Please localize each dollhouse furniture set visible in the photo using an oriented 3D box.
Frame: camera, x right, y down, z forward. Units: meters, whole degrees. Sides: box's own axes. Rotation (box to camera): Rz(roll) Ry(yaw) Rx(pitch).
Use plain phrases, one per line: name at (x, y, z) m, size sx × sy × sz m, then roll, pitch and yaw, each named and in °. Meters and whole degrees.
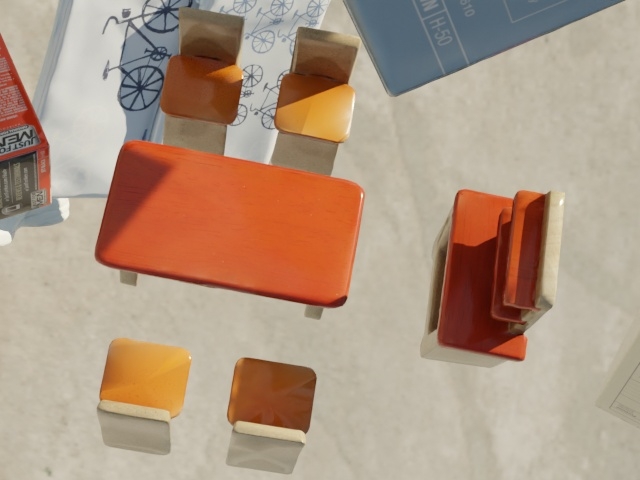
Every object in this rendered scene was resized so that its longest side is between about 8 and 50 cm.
dollhouse furniture set at (0.000, 0.000, 0.751) m, size 0.135 × 0.259 × 0.262 m, roll 107°, pitch -8°, yaw -70°

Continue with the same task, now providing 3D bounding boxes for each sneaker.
sneaker at (-0.387, -0.055, 1.548) m, size 0.212 × 0.080 × 0.094 m, roll -33°, pitch 138°, yaw -61°

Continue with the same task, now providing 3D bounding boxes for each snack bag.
snack bag at (-0.177, -0.172, 1.462) m, size 0.342 × 0.037 × 0.323 m, roll -1°, pitch 131°, yaw -35°

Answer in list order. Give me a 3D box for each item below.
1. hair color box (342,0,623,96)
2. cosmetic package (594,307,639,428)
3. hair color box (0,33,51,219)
hair color box at (0.172, -0.224, 0.583) m, size 0.185 × 0.374 × 0.114 m, roll -99°, pitch 164°, yaw -52°
cosmetic package at (0.354, 0.093, 1.095) m, size 0.113 × 0.160 × 0.309 m, roll -61°, pitch 168°, yaw -18°
hair color box at (-0.211, -0.090, 0.783) m, size 0.043 × 0.141 × 0.072 m, roll -19°, pitch 157°, yaw -20°
